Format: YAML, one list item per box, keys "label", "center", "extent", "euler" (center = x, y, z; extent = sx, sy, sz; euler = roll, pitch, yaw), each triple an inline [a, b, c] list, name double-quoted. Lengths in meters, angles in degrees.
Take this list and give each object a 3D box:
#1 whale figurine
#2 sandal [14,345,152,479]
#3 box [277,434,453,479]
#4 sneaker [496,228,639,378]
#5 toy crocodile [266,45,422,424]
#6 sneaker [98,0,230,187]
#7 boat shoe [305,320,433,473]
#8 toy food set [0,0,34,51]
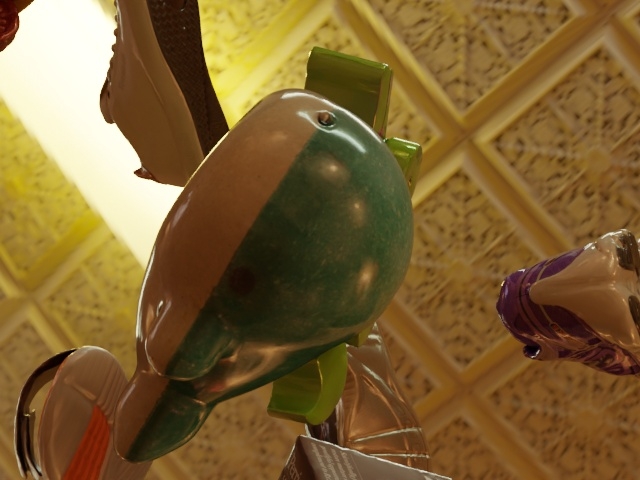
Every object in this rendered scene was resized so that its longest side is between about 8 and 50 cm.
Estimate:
- label: "whale figurine"
  center: [-0.037, 0.039, 1.085]
  extent: [0.141, 0.216, 0.272]
  euler: [30, -60, 3]
- label: "sandal"
  center: [-0.190, 0.148, 1.298]
  extent: [0.076, 0.102, 0.265]
  euler: [22, -20, 13]
- label: "box"
  center: [0.029, 0.313, 1.513]
  extent: [0.167, 0.168, 0.203]
  euler: [19, -74, -19]
- label: "sneaker"
  center: [0.121, 0.030, 0.797]
  extent: [0.071, 0.170, 0.068]
  euler: [-9, -105, 18]
- label: "toy crocodile"
  center: [0.000, 0.000, 1.365]
  extent: [0.115, 0.105, 0.341]
  euler: [20, -51, 9]
- label: "sneaker"
  center: [-0.179, -0.176, 1.687]
  extent: [0.123, 0.106, 0.290]
  euler: [1, -60, 24]
- label: "boat shoe"
  center: [0.032, 0.181, 1.720]
  extent: [0.092, 0.102, 0.285]
  euler: [-48, -131, 42]
- label: "toy food set"
  center: [-0.206, -0.173, 1.052]
  extent: [0.218, 0.128, 0.071]
  euler: [-50, -137, 15]
